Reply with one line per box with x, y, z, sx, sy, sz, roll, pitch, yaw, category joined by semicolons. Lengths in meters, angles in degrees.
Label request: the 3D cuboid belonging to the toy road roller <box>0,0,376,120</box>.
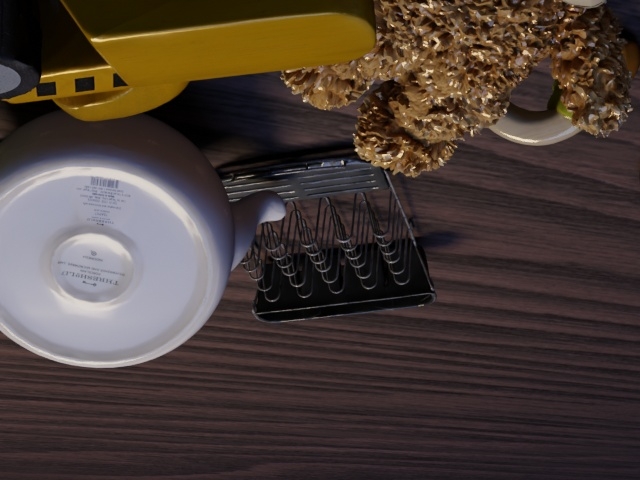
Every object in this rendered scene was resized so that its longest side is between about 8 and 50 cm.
-0.105;-0.182;0.732;0.329;0.203;0.240;-6;169;9;toy road roller

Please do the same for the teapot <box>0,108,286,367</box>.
-0.199;-0.024;1.073;0.252;0.187;0.256;-31;118;14;teapot

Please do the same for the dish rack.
0.000;0.000;1.253;0.208;0.074;0.271;-8;154;11;dish rack

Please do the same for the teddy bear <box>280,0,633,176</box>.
0.105;-0.155;0.834;0.338;0.113;0.245;-15;117;37;teddy bear

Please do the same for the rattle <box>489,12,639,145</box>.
0.151;-0.157;0.984;0.199;0.143;0.130;3;126;25;rattle
